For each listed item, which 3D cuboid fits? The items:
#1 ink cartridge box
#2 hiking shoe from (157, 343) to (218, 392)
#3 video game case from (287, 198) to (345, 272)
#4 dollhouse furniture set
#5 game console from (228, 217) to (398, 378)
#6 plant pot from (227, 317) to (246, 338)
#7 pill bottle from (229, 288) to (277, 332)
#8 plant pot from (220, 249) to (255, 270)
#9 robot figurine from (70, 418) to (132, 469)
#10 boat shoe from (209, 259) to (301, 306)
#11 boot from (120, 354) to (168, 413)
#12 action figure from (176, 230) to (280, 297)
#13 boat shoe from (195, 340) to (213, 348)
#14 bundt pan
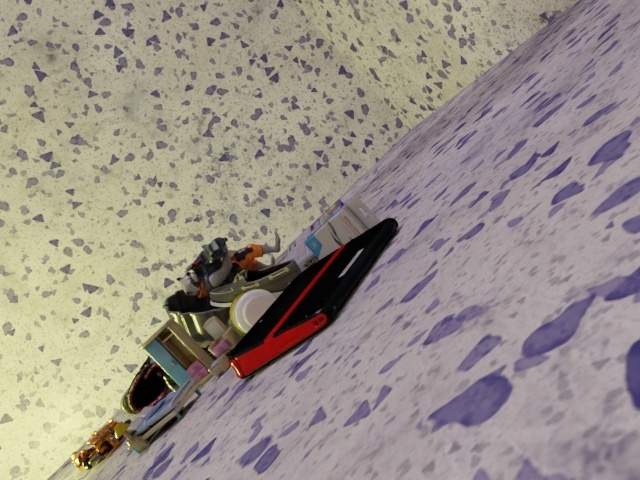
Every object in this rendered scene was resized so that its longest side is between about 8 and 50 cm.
[{"bbox_3d":[0.059,-0.020,1.625,0.180,0.104,0.060,-42,4,18],"label":"ink cartridge box"},{"bbox_3d":[-0.384,0.359,1.884,0.227,0.114,0.086,-45,5,-23],"label":"hiking shoe"},{"bbox_3d":[0.000,0.000,1.971,0.244,0.061,0.269,-43,15,11],"label":"video game case"},{"bbox_3d":[-0.401,0.348,1.613,0.286,0.198,0.303,-41,5,27],"label":"dollhouse furniture set"},{"bbox_3d":[-0.012,0.122,1.325,0.342,0.060,0.386,-33,11,39],"label":"game console"},{"bbox_3d":[-0.208,0.241,1.765,0.079,0.083,0.083,-22,19,45],"label":"plant pot"},{"bbox_3d":[-0.169,0.187,1.606,0.117,0.117,0.215,-44,5,-15],"label":"pill bottle"},{"bbox_3d":[-0.346,0.202,2.428,0.256,0.256,0.274,-43,18,6],"label":"plant pot"},{"bbox_3d":[-0.766,0.708,2.153,0.291,0.085,0.211,-38,7,47],"label":"robot figurine"},{"bbox_3d":[-0.192,0.124,1.790,0.305,0.091,0.109,-12,16,20],"label":"boat shoe"},{"bbox_3d":[-0.628,0.506,2.389,0.377,0.138,0.284,-54,8,-22],"label":"boot"},{"bbox_3d":[-0.270,0.083,1.885,0.330,0.178,0.341,-21,-6,-17],"label":"action figure"},{"bbox_3d":[-0.438,0.381,2.255,0.302,0.094,0.109,-40,-4,26],"label":"boat shoe"},{"bbox_3d":[-0.324,0.220,1.968,0.331,0.124,0.331,-9,16,3],"label":"bundt pan"}]
